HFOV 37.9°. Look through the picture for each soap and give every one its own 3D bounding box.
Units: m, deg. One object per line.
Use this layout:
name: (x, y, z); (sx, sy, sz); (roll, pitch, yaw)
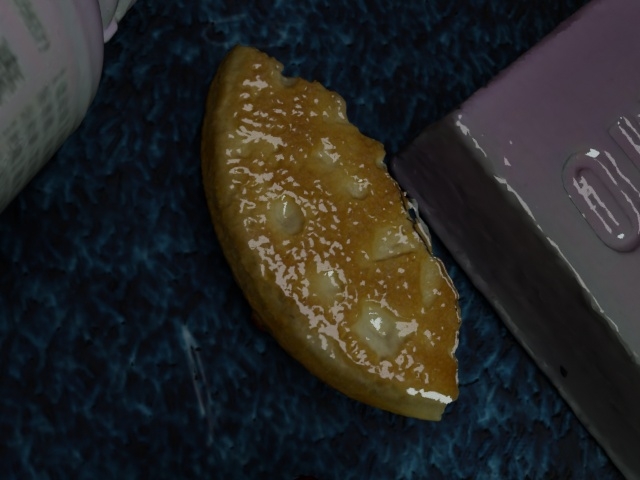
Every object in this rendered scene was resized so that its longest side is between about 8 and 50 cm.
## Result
soap: (0.239, -0.031, 0.618); (0.296, 0.107, 0.285); (-40, 93, -22)

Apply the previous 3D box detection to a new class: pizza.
pizza: (0.000, 0.000, 0.550); (0.127, 0.058, 0.246); (-39, 89, -22)

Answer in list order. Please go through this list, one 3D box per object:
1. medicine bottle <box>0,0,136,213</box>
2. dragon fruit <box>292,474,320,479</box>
medicine bottle: (-0.207, -0.125, 0.412); (0.241, 0.241, 0.302); (36, 58, -7)
dragon fruit: (0.000, 0.234, 0.365); (0.301, 0.295, 0.296); (-4, 76, 7)
